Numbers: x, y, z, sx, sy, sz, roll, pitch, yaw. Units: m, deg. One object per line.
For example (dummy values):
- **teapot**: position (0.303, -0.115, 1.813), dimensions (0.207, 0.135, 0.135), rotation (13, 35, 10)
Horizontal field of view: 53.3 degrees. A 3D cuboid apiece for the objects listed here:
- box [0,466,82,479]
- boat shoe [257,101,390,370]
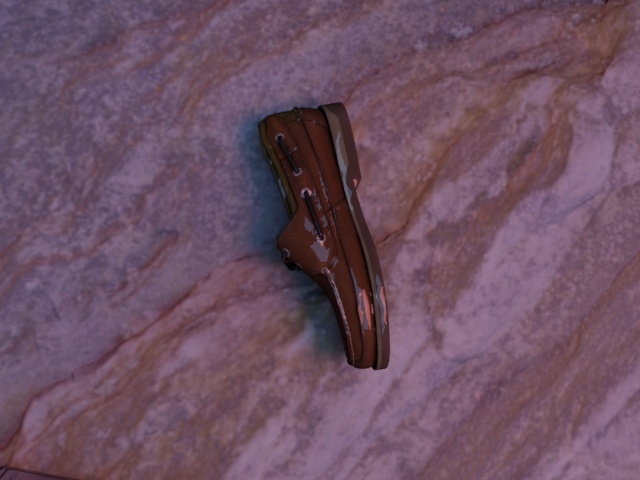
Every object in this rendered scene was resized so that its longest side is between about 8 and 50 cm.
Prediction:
- **box**: position (-0.192, 0.311, 0.616), dimensions (0.290, 0.169, 0.087), rotation (16, 85, -13)
- **boat shoe**: position (0.000, 0.000, 0.718), dimensions (0.105, 0.110, 0.307), rotation (-11, 79, -10)
